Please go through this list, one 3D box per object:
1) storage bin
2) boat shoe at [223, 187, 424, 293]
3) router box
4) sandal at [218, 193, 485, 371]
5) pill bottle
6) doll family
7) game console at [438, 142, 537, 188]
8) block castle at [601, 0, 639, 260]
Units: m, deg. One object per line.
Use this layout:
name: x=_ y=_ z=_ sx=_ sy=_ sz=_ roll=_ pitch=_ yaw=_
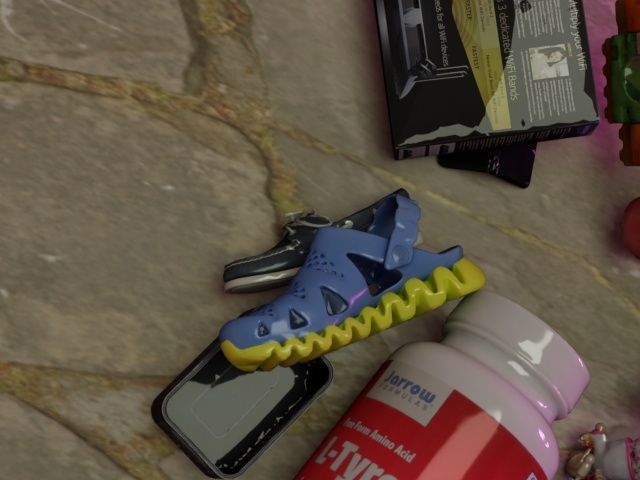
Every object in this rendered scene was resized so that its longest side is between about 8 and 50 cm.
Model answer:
storage bin: x=-0.088 y=0.170 z=1.673 sx=0.180 sy=0.084 sz=0.122 roll=-44 pitch=95 yaw=-17
boat shoe: x=0.000 y=0.000 z=1.715 sx=0.254 sy=0.095 sz=0.079 roll=-16 pitch=88 yaw=-18
router box: x=0.187 y=-0.265 z=1.771 sx=0.242 sy=0.081 sz=0.309 roll=-7 pitch=82 yaw=2
sandal: x=0.022 y=0.046 z=1.622 sx=0.317 sy=0.126 sz=0.138 roll=-22 pitch=88 yaw=-29
pill bottle: x=0.114 y=0.263 z=1.639 sx=0.229 sy=0.229 sz=0.408 roll=41 pitch=74 yaw=-6
doll family: x=0.328 y=0.346 z=1.727 sx=0.118 sy=0.163 sz=0.263 roll=2 pitch=79 yaw=-54
game console: x=0.210 y=-0.135 z=1.833 sx=0.107 sy=0.071 sz=0.122 roll=8 pitch=78 yaw=17
block castle: x=0.505 y=-0.200 z=1.808 sx=0.303 sy=0.213 sz=0.453 roll=-4 pitch=95 yaw=-27
